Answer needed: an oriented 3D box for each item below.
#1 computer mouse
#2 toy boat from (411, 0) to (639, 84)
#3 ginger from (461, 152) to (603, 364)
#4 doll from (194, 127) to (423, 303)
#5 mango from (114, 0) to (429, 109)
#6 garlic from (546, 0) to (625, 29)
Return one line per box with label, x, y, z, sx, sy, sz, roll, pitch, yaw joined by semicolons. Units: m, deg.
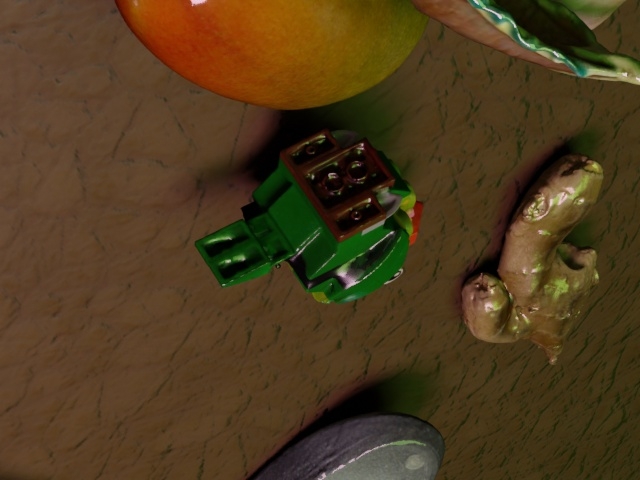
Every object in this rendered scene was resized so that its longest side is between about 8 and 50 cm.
computer mouse;0.006;0.215;1.459;0.229;0.068;0.113;-35;126;13
toy boat;0.081;-0.191;0.991;0.099;0.108;0.293;-26;109;24
ginger;0.195;0.014;1.424;0.133;0.059;0.214;4;125;-33
doll;0.007;-0.005;1.198;0.134;0.106;0.186;-39;160;8
mango;-0.027;-0.149;0.994;0.289;0.129;0.146;27;71;-58
garlic;0.176;-0.250;1.077;0.143;0.178;0.229;27;92;-19
